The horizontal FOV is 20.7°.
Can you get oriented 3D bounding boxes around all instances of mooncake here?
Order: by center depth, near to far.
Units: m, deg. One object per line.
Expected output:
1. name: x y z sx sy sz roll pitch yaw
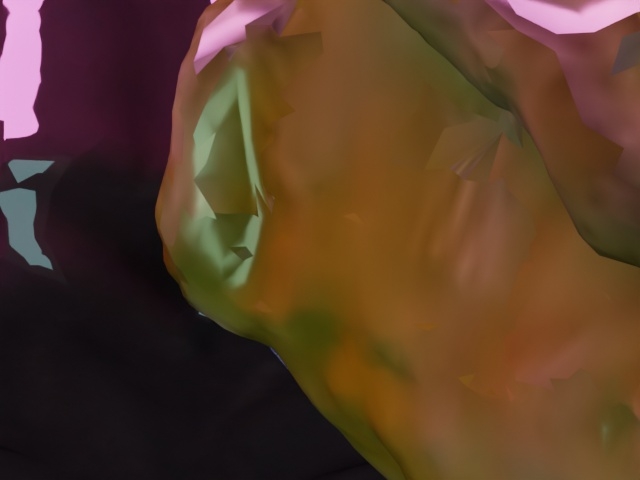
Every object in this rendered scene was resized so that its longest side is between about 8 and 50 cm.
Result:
1. mooncake: -0.069 0.016 0.716 0.351 0.212 0.381 27 138 -37

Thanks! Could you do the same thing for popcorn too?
1. popcorn: 0.118 -0.036 0.428 0.312 0.312 0.312 6 114 14

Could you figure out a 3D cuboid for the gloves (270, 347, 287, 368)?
1. gloves: 0.000 0.000 0.540 0.064 0.026 0.086 -36 107 -9
